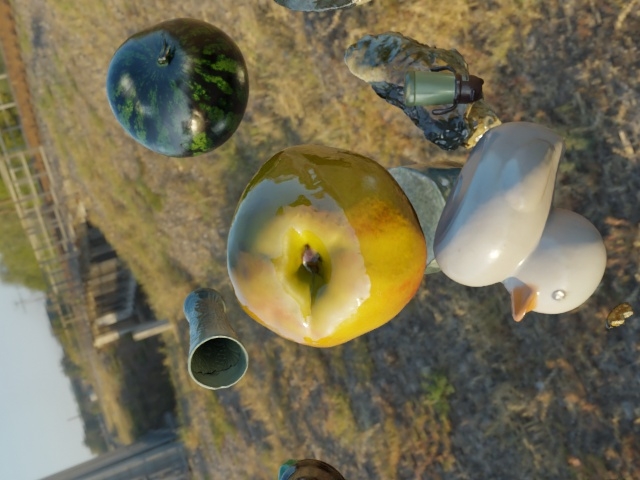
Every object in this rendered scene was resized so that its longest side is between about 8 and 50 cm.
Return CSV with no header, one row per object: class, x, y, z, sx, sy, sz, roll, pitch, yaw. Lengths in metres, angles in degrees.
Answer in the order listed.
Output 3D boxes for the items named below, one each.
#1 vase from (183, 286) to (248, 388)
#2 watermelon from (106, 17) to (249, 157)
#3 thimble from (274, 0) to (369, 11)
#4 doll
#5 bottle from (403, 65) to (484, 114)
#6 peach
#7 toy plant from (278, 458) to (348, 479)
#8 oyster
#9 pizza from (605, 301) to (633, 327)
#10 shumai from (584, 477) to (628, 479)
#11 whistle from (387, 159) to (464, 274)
vase,-0.184,0.154,1.459,0.219,0.096,0.096,-123,19,-65
watermelon,-0.265,-0.282,1.626,0.269,0.269,0.269,161,90,-73
thimble,0.007,-0.466,1.356,0.229,0.196,0.148,19,152,30
doll,0.263,-0.021,1.093,0.221,0.221,0.251,120,171,-68
bottle,0.158,-0.192,1.110,0.047,0.101,0.063,-85,-4,-81
peach,0.005,-0.002,1.260,0.308,0.289,0.289,-60,-44,-75
toy plant,-0.010,0.413,1.424,0.143,0.105,0.200,29,171,11
oyster,0.205,-0.257,1.558,0.341,0.166,0.110,48,-164,-5
pizza,0.533,0.135,1.552,0.037,0.083,0.016,6,123,45
shumai,0.261,0.274,0.595,0.222,0.261,0.225,-25,64,49
whistle,0.165,0.013,1.608,0.188,0.168,0.405,37,119,27
